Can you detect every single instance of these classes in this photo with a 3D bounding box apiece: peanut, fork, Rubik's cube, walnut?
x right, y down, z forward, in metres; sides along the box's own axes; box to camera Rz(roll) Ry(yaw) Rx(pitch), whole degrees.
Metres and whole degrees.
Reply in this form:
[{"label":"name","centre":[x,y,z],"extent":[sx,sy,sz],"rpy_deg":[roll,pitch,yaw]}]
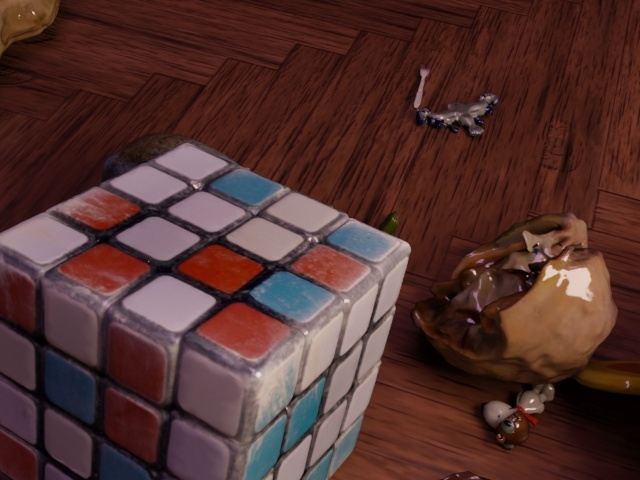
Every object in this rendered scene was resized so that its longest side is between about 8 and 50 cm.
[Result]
[{"label":"peanut","centre":[-0.487,-0.345,1.259],"extent":[0.153,0.140,0.325],"rpy_deg":[23,48,-5]},{"label":"fork","centre":[0.155,-0.237,1.292],"extent":[0.016,0.012,0.115],"rpy_deg":[8,46,12]},{"label":"Rubik's cube","centre":[-0.105,0.100,0.734],"extent":[0.253,0.259,0.256],"rpy_deg":[26,34,20]},{"label":"walnut","centre":[0.207,0.076,0.880],"extent":[0.204,0.141,0.238],"rpy_deg":[-30,8,16]}]

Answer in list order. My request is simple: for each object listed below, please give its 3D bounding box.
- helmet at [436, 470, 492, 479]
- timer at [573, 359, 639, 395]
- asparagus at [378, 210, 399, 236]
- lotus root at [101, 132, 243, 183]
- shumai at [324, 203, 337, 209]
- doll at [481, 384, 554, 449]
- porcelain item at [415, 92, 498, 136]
[{"label":"helmet","centre":[0.136,0.254,0.766],"extent":[0.098,0.070,0.123],"rpy_deg":[-18,51,-20]},{"label":"timer","centre":[0.455,0.136,0.758],"extent":[0.376,0.376,0.387],"rpy_deg":[2,2,-3]},{"label":"asparagus","centre":[0.075,0.001,1.044],"extent":[0.025,0.021,0.108],"rpy_deg":[23,47,11]},{"label":"lotus root","centre":[-0.113,-0.009,0.942],"extent":[0.322,0.140,0.158],"rpy_deg":[31,81,22]},{"label":"shumai","centre":[0.000,0.000,1.023],"extent":[0.083,0.082,0.080],"rpy_deg":[-11,9,-22]},{"label":"doll","centre":[0.208,0.178,0.872],"extent":[0.085,0.040,0.058],"rpy_deg":[-15,38,-18]},{"label":"porcelain item","centre":[0.212,-0.175,1.228],"extent":[0.136,0.021,0.075],"rpy_deg":[-16,49,-19]}]
